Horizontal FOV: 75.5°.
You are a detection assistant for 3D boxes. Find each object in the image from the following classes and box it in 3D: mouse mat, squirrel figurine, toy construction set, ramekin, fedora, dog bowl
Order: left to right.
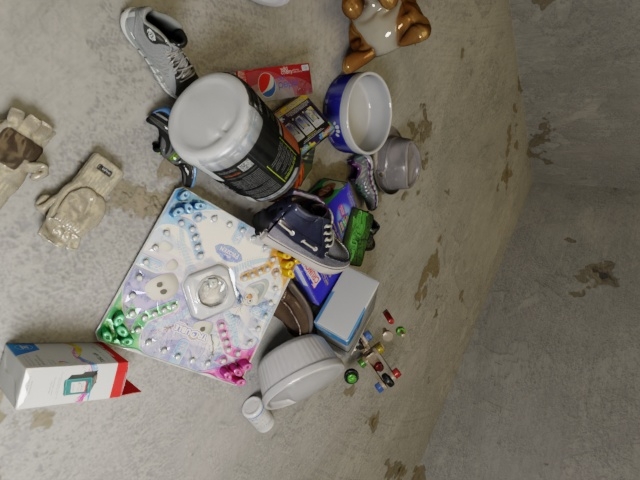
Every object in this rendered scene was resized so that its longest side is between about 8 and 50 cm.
[{"bbox_3d":[-0.072,0.402,1.285,0.272,0.127,0.273,-23,151,-14],"label":"ramekin"},{"bbox_3d":[0.122,-0.009,1.393,0.152,0.007,0.190,13,90,-53],"label":"mouse mat"},{"bbox_3d":[0.130,-0.427,1.396,0.264,0.104,0.265,-18,114,-47],"label":"dog bowl"},{"bbox_3d":[0.211,0.419,1.669,0.309,0.257,0.237,-62,-175,7],"label":"toy construction set"},{"bbox_3d":[0.174,-0.792,1.278,0.371,0.280,0.397,60,41,-27],"label":"squirrel figurine"},{"bbox_3d":[0.317,-0.310,1.633,0.243,0.124,0.276,-30,122,-42],"label":"fedora"}]

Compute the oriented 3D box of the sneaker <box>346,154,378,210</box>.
[{"bbox_3d":[0.147,-0.206,1.517,0.098,0.083,0.224,-22,113,-22],"label":"sneaker"}]

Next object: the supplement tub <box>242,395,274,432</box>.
[{"bbox_3d":[-0.196,0.548,1.303,0.071,0.070,0.107,-48,134,-30],"label":"supplement tub"}]

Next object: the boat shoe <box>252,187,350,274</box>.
[{"bbox_3d":[-0.002,-0.017,1.107,0.340,0.158,0.127,23,45,-39],"label":"boat shoe"}]

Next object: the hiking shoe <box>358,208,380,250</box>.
[{"bbox_3d":[0.171,-0.030,1.544,0.086,0.114,0.227,-57,136,-22],"label":"hiking shoe"}]

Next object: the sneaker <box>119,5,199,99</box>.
[{"bbox_3d":[-0.305,-0.382,0.870,0.229,0.132,0.086,49,63,-44],"label":"sneaker"}]

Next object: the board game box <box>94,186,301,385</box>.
[{"bbox_3d":[-0.268,0.129,1.026,0.389,0.050,0.390,32,76,-32],"label":"board game box"}]

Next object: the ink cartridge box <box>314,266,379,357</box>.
[{"bbox_3d":[0.093,0.256,1.431,0.223,0.128,0.307,-59,164,-21],"label":"ink cartridge box"}]

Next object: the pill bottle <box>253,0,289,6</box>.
[{"bbox_3d":[-0.115,-0.722,0.999,0.136,0.136,0.246,8,94,-50],"label":"pill bottle"}]

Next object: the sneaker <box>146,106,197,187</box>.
[{"bbox_3d":[-0.339,-0.206,0.945,0.078,0.067,0.188,-28,124,-18],"label":"sneaker"}]

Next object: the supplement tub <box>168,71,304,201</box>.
[{"bbox_3d":[-0.173,-0.216,0.976,0.338,0.207,0.207,34,73,-67],"label":"supplement tub"}]

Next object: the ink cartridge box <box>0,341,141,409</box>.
[{"bbox_3d":[-0.487,0.261,0.829,0.231,0.134,0.078,15,88,-51],"label":"ink cartridge box"}]

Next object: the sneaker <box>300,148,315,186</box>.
[{"bbox_3d":[-0.053,-0.252,1.269,0.192,0.064,0.086,-68,155,-18],"label":"sneaker"}]

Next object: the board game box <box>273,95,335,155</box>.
[{"bbox_3d":[-0.062,-0.325,1.188,0.141,0.048,0.170,48,57,-4],"label":"board game box"}]

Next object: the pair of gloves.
[{"bbox_3d":[-0.516,-0.106,0.769,0.240,0.042,0.204,37,69,-50],"label":"pair of gloves"}]

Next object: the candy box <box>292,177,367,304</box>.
[{"bbox_3d":[0.000,0.000,1.346,0.317,0.122,0.268,-49,134,-31],"label":"candy box"}]

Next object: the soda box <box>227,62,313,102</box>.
[{"bbox_3d":[-0.142,-0.410,1.087,0.263,0.092,0.084,-29,120,-43],"label":"soda box"}]

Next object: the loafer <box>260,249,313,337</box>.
[{"bbox_3d":[-0.142,0.161,1.231,0.130,0.133,0.366,-39,118,-28],"label":"loafer"}]
